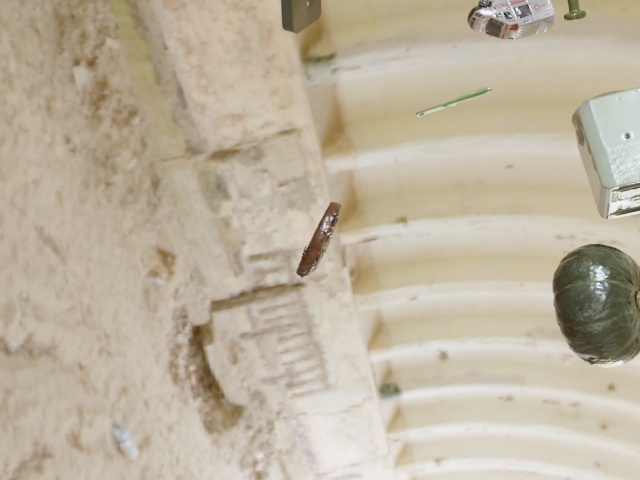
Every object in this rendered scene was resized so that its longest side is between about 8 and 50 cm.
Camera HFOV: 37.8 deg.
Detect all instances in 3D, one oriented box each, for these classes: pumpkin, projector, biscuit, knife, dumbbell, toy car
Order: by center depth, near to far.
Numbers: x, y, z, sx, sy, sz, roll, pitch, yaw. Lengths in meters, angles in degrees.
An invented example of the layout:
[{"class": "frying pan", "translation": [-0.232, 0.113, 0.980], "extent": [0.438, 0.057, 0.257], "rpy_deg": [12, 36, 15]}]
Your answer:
[{"class": "pumpkin", "translation": [0.466, 0.109, 1.557], "extent": [0.211, 0.152, 0.212], "rpy_deg": [9, 76, -43]}, {"class": "knife", "translation": [0.254, -0.265, 1.794], "extent": [0.207, 0.030, 0.014], "rpy_deg": [-12, -95, 53]}, {"class": "projector", "translation": [0.621, -0.186, 1.918], "extent": [0.177, 0.163, 0.243], "rpy_deg": [59, 18, -66]}, {"class": "biscuit", "translation": [0.000, 0.000, 2.131], "extent": [0.192, 0.049, 0.192], "rpy_deg": [-61, -179, 2]}, {"class": "dumbbell", "translation": [0.583, -0.569, 2.168], "extent": [0.046, 0.052, 0.118], "rpy_deg": [-122, -162, -72]}, {"class": "toy car", "translation": [0.474, -0.553, 2.324], "extent": [0.089, 0.209, 0.108], "rpy_deg": [101, -30, -68]}]

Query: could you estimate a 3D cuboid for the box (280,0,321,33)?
[{"class": "box", "translation": [-0.037, -0.453, 1.783], "extent": [0.126, 0.031, 0.091], "rpy_deg": [-50, 145, -51]}]
